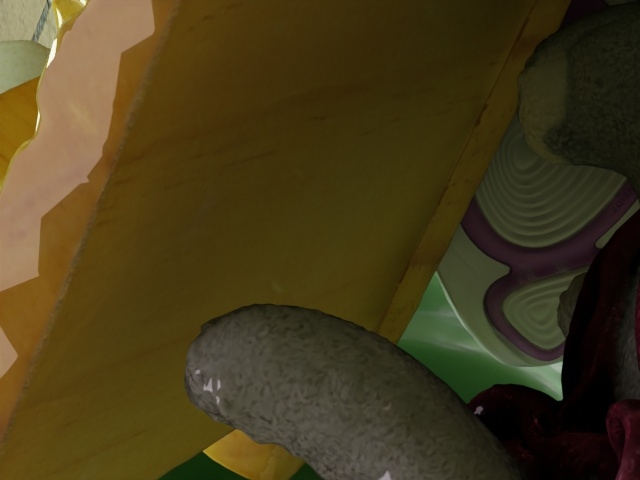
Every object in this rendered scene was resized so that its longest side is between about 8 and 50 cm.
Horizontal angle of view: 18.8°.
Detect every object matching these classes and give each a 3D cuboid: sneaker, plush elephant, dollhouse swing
[{"bbox_3d":[0.084,-0.099,0.838,0.152,0.114,0.305,166,98,-86],"label":"sneaker"},{"bbox_3d":[0.087,0.071,0.526,0.330,0.255,0.272,64,165,3],"label":"plush elephant"},{"bbox_3d":[-0.062,-0.114,0.654,0.315,0.305,0.347,41,120,30],"label":"dollhouse swing"}]

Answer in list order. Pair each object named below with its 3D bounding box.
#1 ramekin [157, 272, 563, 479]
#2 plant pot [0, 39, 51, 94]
[{"bbox_3d":[0.013,0.150,0.860,0.303,0.303,0.148,-122,20,-50],"label":"ramekin"},{"bbox_3d":[-0.244,0.018,1.598,0.334,0.334,0.305,114,153,-60],"label":"plant pot"}]
